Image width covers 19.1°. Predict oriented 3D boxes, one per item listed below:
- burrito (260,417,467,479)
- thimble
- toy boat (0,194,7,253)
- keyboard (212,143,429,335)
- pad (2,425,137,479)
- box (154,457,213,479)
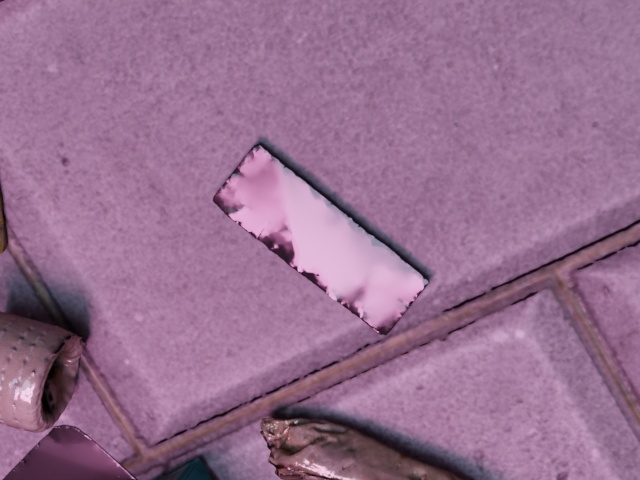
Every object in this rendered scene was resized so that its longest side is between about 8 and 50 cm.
[{"bbox_3d":[0.049,0.213,1.715,0.229,0.063,0.058,21,142,5],"label":"burrito"},{"bbox_3d":[-0.274,0.119,1.738,0.090,0.115,0.102,14,115,11],"label":"thimble"},{"bbox_3d":[-0.324,-0.043,1.745,0.063,0.016,0.115,0,110,16],"label":"toy boat"},{"bbox_3d":[0.000,-0.001,1.675,0.196,0.015,0.074,38,111,-1],"label":"keyboard"},{"bbox_3d":[-0.202,0.313,1.852,0.267,0.004,0.181,43,115,-3],"label":"pad"},{"bbox_3d":[-0.206,0.314,1.768,0.245,0.153,0.092,-29,101,24],"label":"box"}]
